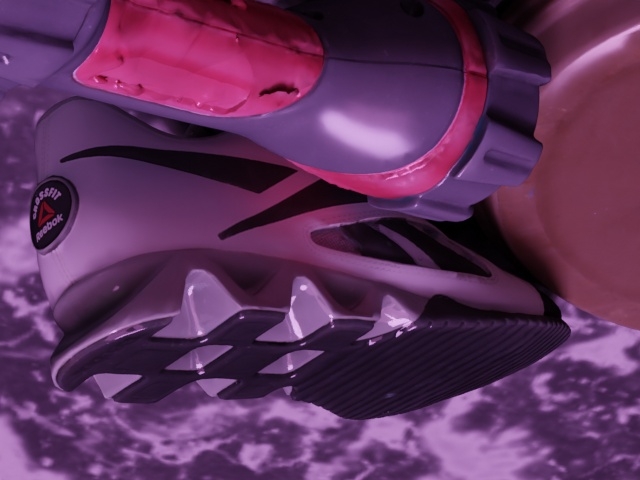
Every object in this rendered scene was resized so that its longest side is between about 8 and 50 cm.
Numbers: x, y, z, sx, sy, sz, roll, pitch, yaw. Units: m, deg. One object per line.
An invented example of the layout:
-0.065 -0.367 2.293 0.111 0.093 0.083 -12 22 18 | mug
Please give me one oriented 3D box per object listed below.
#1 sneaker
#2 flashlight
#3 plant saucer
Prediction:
0.000 0.000 0.912 0.122 0.146 0.330 -32 152 31 | sneaker
-0.036 -0.077 0.750 0.304 0.103 0.103 12 118 -47 | flashlight
0.199 -0.039 0.902 0.278 0.041 0.278 2 139 1 | plant saucer
